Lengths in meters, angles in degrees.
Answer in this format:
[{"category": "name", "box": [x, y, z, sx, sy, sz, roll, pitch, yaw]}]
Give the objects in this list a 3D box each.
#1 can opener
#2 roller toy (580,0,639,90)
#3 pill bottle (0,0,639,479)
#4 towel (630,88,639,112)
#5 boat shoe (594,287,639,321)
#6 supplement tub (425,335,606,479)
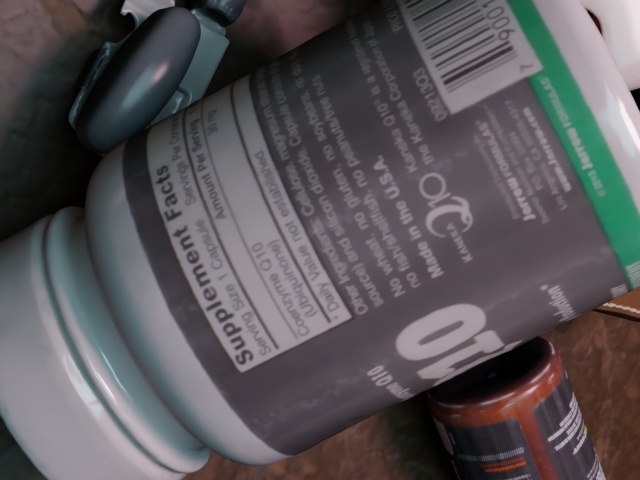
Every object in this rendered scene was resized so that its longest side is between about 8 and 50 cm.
[{"category": "can opener", "box": [-0.069, -0.169, 0.787, 0.074, 0.093, 0.280, 30, 77, -27]}, {"category": "roller toy", "box": [0.165, -0.177, 0.847, 0.191, 0.209, 0.146, -19, 104, -16]}, {"category": "pill bottle", "box": [0.000, 0.000, 0.703, 0.361, 0.204, 0.204, -27, 111, 10]}, {"category": "towel", "box": [0.297, -0.162, 0.900, 0.040, 0.243, 0.336, 30, 82, -9]}, {"category": "boat shoe", "box": [0.108, 0.012, 0.893, 0.324, 0.122, 0.120, 20, 92, -20]}, {"category": "supplement tub", "box": [0.157, 0.177, 0.937, 0.106, 0.106, 0.198, -30, 109, -23]}]
